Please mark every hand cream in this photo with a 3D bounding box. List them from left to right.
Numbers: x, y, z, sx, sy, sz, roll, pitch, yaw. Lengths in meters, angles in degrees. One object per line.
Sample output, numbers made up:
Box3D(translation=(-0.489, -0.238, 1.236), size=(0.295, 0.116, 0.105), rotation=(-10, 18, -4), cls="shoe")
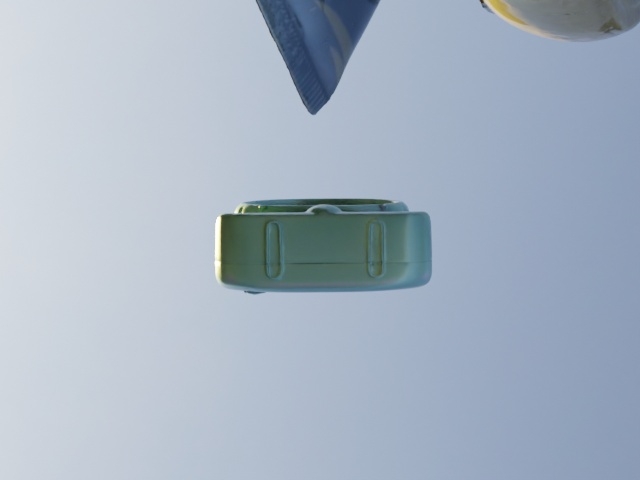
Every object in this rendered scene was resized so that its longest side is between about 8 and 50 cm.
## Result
Box3D(translation=(0.024, -0.174, 0.655), size=(0.058, 0.091, 0.271), rotation=(-5, -143, 27), cls="hand cream")

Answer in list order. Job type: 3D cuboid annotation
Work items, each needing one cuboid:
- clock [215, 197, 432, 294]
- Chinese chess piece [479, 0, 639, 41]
Box3D(translation=(0.000, 0.000, 1.425), size=(0.274, 0.223, 0.094), rotation=(-115, -156, -84), cls="clock")
Box3D(translation=(0.186, -0.265, 0.918), size=(0.103, 0.250, 0.250), rotation=(13, -88, 24), cls="Chinese chess piece")
